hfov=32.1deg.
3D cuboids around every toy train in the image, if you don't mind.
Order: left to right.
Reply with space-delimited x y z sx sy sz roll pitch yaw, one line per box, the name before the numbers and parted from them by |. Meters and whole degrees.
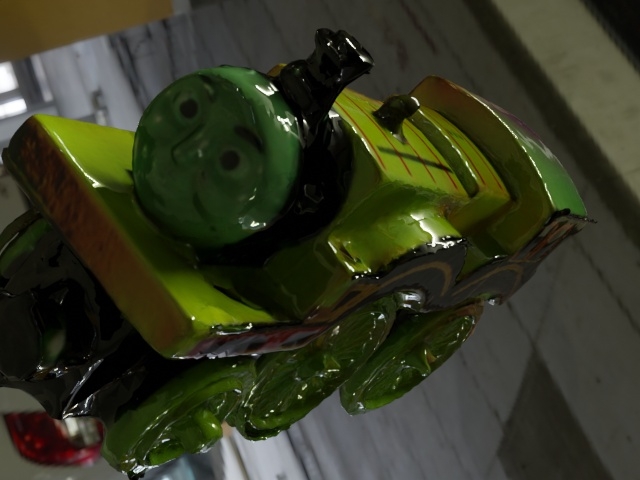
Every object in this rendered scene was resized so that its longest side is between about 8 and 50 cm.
toy train | 0.000 0.000 0.428 0.100 0.160 0.296 49 19 19
